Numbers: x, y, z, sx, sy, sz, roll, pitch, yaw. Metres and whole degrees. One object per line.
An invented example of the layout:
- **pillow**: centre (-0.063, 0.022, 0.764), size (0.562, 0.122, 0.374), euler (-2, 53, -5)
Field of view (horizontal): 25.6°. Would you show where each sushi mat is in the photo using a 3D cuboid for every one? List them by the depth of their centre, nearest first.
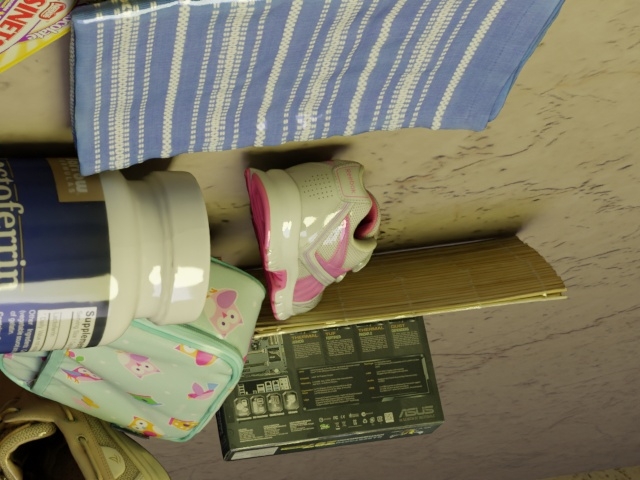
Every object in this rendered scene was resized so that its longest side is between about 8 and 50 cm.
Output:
- **sushi mat**: centre (0.075, 0.045, 1.409), size (0.317, 0.019, 0.151), euler (-7, -160, -8)

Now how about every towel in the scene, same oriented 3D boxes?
- **towel**: centre (-0.006, -0.118, 0.986), size (0.336, 0.040, 0.243), euler (-9, 163, -13)

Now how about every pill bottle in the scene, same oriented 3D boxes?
- **pill bottle**: centre (-0.228, 0.011, 1.096), size (0.265, 0.153, 0.153), euler (-3, 159, -22)

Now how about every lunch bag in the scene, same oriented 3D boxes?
- **lunch bag**: centre (-0.189, 0.089, 1.319), size (0.224, 0.108, 0.279), euler (20, 150, -11)

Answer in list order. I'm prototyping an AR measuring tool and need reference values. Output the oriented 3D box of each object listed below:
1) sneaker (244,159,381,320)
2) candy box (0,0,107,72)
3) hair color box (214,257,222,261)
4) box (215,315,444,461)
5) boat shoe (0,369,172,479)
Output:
- **sneaker**: centre (0.000, 0.000, 1.257), size (0.111, 0.103, 0.252), euler (-13, 165, -4)
- **candy box**: centre (-0.198, -0.146, 0.862), size (0.206, 0.027, 0.105), euler (-23, 160, 33)
- **hair color box**: centre (-0.156, 0.062, 1.438), size (0.072, 0.043, 0.141), euler (1, 156, -29)
- **box**: centre (-0.001, 0.125, 1.481), size (0.233, 0.183, 0.059), euler (-6, 161, -14)
- **boat shoe**: centre (-0.284, 0.201, 1.440), size (0.341, 0.121, 0.110), euler (29, -171, 40)
